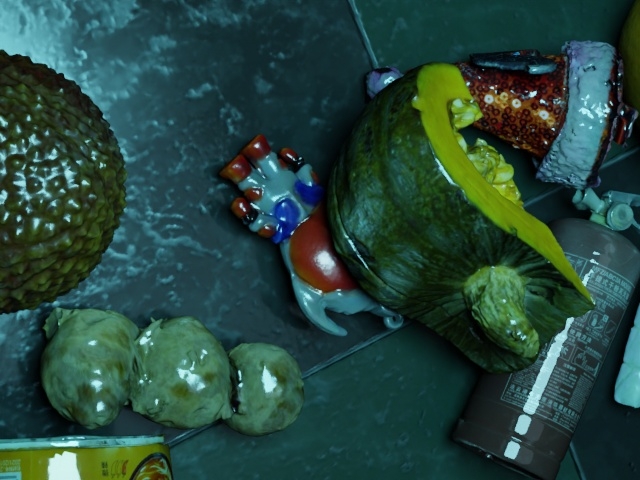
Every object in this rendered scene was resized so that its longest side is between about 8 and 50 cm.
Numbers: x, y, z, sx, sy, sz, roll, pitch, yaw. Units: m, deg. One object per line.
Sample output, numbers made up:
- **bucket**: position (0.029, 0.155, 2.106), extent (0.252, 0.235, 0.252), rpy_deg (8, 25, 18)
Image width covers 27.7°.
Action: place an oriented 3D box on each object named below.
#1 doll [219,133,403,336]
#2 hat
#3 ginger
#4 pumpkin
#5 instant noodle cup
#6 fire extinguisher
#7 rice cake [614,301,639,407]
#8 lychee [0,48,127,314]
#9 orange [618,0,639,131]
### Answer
- **doll**: position (-0.001, 0.001, 1.043), extent (0.195, 0.062, 0.104), rpy_deg (46, 42, -10)
- **hat**: position (0.150, -0.122, 1.089), extent (0.227, 0.140, 0.129), rpy_deg (9, 125, -2)
- **ginger**: position (-0.110, 0.104, 0.981), extent (0.204, 0.104, 0.080), rpy_deg (8, 131, -24)
- **pumpkin**: position (0.094, -0.002, 0.996), extent (0.248, 0.131, 0.126), rpy_deg (57, 32, 4)
- **instant noodle cup**: position (-0.186, 0.223, 0.896), extent (0.215, 0.216, 0.172), rpy_deg (1, 81, -23)
- **fire extinguisher**: position (0.212, 0.069, 1.111), extent (0.104, 0.105, 0.269), rpy_deg (28, 80, -20)
- **rice cake**: position (0.371, 0.069, 1.189), extent (0.198, 0.037, 0.189), rpy_deg (11, 97, -28)
- **lychee**: position (-0.223, -0.040, 0.887), extent (0.194, 0.194, 0.194), rpy_deg (0, 90, -23)
- **orange**: position (0.351, -0.150, 1.117), extent (0.206, 0.206, 0.206), rpy_deg (0, 90, -23)
